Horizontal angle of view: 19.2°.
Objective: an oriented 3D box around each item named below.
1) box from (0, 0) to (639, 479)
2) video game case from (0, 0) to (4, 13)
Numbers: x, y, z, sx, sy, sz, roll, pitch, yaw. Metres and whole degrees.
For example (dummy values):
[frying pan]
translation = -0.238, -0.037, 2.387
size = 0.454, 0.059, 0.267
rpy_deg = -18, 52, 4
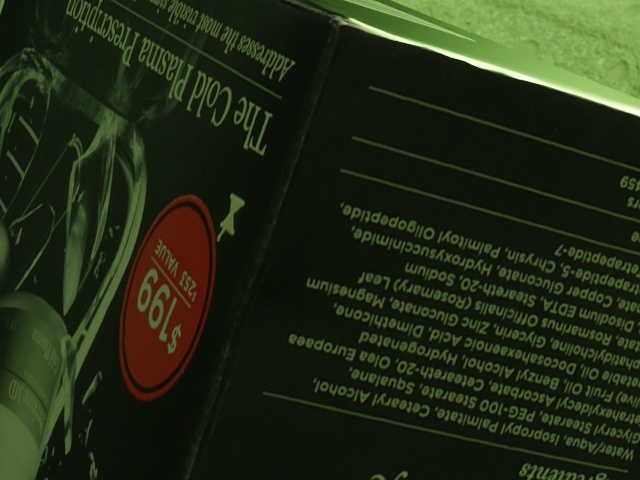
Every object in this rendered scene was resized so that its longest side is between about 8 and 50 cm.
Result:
[box]
translation = -0.035, 0.052, 0.749
size = 0.179, 0.312, 0.343
rpy_deg = 14, 10, -27
[video game case]
translation = -0.206, -0.137, 1.775
size = 0.244, 0.269, 0.061
rpy_deg = 17, 50, -16
